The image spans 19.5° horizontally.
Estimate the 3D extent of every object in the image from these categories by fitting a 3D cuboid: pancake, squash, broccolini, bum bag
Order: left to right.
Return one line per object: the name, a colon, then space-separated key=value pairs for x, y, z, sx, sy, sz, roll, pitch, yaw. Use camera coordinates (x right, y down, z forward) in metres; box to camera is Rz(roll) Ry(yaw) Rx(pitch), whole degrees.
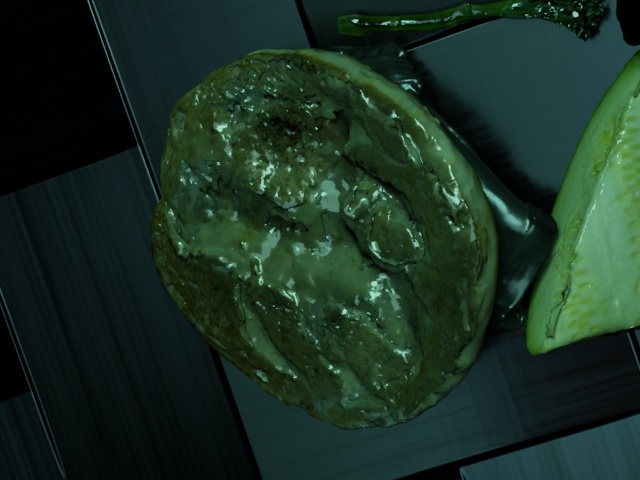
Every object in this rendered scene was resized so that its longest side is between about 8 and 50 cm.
pancake: x=0.001 y=0.000 z=1.744 sx=0.387 sy=0.082 sz=0.387 roll=12 pitch=112 yaw=32
bum bag: x=0.107 y=-0.060 z=1.747 sx=0.142 sy=0.080 sz=0.326 roll=-43 pitch=77 yaw=31
broccolini: x=0.138 y=-0.215 z=1.739 sx=0.254 sy=0.057 sz=0.071 roll=-5 pitch=53 yaw=11
squash: x=0.239 y=-0.038 z=1.712 sx=0.169 sy=0.093 sz=0.252 roll=-14 pitch=95 yaw=-15

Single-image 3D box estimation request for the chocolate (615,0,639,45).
chocolate: x=0.351 y=-0.228 z=1.661 sx=0.133 sy=0.156 sz=0.156 roll=14 pitch=102 yaw=-15
